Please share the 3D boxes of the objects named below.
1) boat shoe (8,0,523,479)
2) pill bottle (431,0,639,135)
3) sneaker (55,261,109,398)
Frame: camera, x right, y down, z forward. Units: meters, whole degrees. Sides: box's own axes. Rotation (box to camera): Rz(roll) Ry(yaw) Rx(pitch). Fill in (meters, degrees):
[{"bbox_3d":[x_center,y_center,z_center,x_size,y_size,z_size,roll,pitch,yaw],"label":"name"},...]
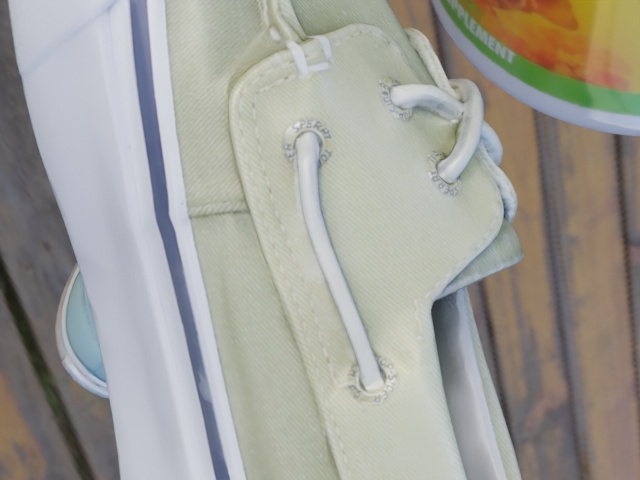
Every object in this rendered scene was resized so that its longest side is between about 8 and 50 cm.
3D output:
[{"bbox_3d":[0.000,0.000,0.370,0.094,0.109,0.302,-8,95,15],"label":"boat shoe"},{"bbox_3d":[0.101,-0.148,0.411,0.136,0.136,0.246,-27,154,-16],"label":"pill bottle"},{"bbox_3d":[-0.056,-0.067,1.047,0.135,0.150,0.366,23,73,-17],"label":"sneaker"}]
